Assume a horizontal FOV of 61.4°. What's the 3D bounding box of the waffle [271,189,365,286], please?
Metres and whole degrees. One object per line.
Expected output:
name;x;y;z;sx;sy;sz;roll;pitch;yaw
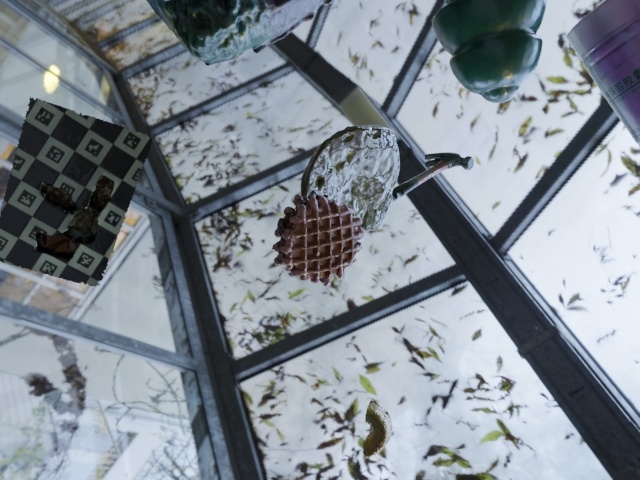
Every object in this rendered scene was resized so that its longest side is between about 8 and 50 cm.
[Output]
waffle;0.000;0.000;0.456;0.075;0.083;0.029;-58;-146;1

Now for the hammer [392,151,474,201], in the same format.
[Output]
hammer;0.205;-0.126;1.192;0.287;0.033;0.111;-31;-147;-25

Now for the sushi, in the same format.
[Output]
sushi;-0.415;-0.074;0.905;0.043;0.192;0.280;-138;-114;-70

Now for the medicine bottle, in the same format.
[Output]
medicine bottle;0.555;-0.294;0.917;0.152;0.152;0.254;-34;-95;19

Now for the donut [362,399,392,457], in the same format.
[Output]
donut;0.087;0.325;0.913;0.067;0.038;0.083;40;-87;7

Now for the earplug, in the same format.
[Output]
earplug;0.291;-0.352;0.837;0.163;0.257;0.281;-1;-88;58

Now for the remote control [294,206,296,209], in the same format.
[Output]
remote control;-0.032;-0.047;1.518;0.074;0.122;0.032;-55;-159;-17

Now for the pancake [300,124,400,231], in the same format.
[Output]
pancake;0.053;-0.091;0.904;0.042;0.223;0.236;23;-120;42

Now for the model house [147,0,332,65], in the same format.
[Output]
model house;-0.098;-0.458;0.596;0.360;0.339;0.297;-37;-102;-7
